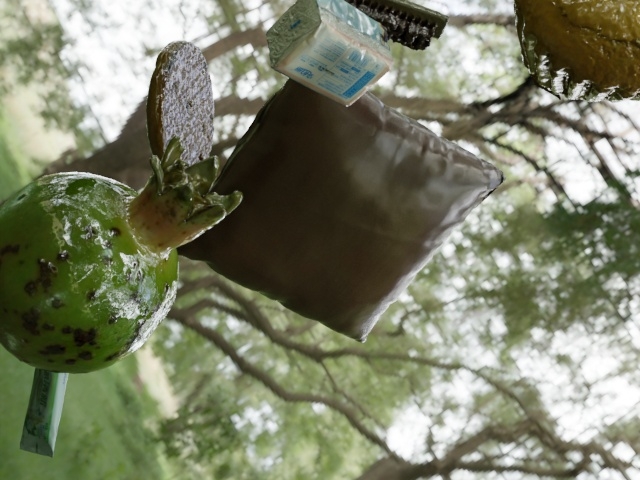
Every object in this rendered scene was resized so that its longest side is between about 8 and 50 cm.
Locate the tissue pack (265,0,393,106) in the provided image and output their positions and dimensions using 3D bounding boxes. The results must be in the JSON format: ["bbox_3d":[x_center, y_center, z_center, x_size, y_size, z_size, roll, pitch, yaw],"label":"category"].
[{"bbox_3d":[0.010,-0.171,0.901,0.094,0.074,0.059,23,41,-39],"label":"tissue pack"}]

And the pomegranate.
[{"bbox_3d":[-0.240,0.016,1.065,0.286,0.231,0.231,-39,-100,41],"label":"pomegranate"}]

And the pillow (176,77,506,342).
[{"bbox_3d":[0.018,-0.033,1.222,0.305,0.308,0.108,29,23,-23],"label":"pillow"}]

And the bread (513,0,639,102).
[{"bbox_3d":[0.302,-0.228,0.988,0.240,0.239,0.139,53,-13,25],"label":"bread"}]

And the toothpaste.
[{"bbox_3d":[-0.386,0.160,1.469,0.074,0.297,0.048,2,-12,35],"label":"toothpaste"}]

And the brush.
[{"bbox_3d":[0.000,-0.237,0.962,0.247,0.036,0.043,22,-19,1],"label":"brush"}]

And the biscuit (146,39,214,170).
[{"bbox_3d":[-0.193,-0.171,1.392,0.212,0.036,0.212,2,90,-76],"label":"biscuit"}]
